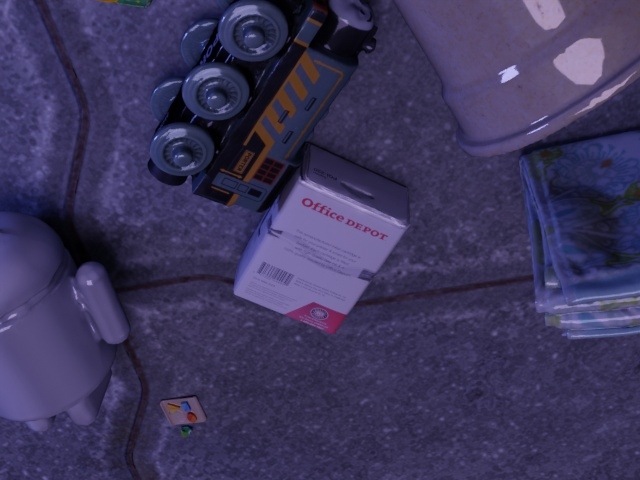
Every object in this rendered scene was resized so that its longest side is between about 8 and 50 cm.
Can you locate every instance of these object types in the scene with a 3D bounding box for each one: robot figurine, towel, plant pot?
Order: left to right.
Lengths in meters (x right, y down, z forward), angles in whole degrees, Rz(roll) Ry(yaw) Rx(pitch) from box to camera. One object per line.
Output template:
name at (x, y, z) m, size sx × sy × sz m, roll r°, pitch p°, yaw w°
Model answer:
robot figurine at (-0.413, 0.106, 1.375) m, size 0.300 × 0.200 × 0.353 m, roll -12°, pitch 125°, yaw 11°
plant pot at (0.180, -0.305, 0.979) m, size 0.334 × 0.334 × 0.305 m, roll -34°, pitch 107°, yaw 26°
towel at (0.420, -0.034, 1.137) m, size 0.374 × 0.320 × 0.090 m, roll -8°, pitch 124°, yaw 11°

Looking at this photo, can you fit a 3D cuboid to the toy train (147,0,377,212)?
toy train at (-0.076, -0.180, 1.187) m, size 0.190 × 0.142 × 0.334 m, roll 20°, pitch 125°, yaw -26°

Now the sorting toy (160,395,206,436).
sorting toy at (-0.216, 0.286, 1.614) m, size 0.062 × 0.012 × 0.083 m, roll -11°, pitch 125°, yaw 12°

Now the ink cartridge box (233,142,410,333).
ink cartridge box at (0.000, 0.000, 1.335) m, size 0.158 × 0.092 × 0.218 m, roll 23°, pitch 127°, yaw -13°

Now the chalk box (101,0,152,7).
chalk box at (-0.225, -0.340, 1.070) m, size 0.213 × 0.132 × 0.132 m, roll 7°, pitch 128°, yaw -1°
